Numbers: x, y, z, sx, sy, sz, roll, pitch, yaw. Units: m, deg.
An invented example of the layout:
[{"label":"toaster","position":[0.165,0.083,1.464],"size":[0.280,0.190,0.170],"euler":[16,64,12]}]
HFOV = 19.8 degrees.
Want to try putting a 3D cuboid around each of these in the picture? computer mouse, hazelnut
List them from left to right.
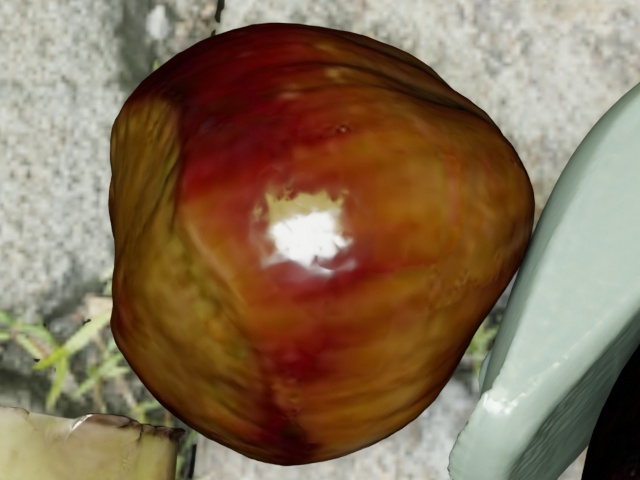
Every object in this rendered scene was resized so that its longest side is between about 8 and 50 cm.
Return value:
[{"label":"hazelnut","position":[0.000,0.000,0.724],"size":[0.178,0.204,0.178],"euler":[2,80,-9]},{"label":"computer mouse","position":[0.118,0.010,0.738],"size":[0.079,0.128,0.231],"euler":[36,73,22]}]

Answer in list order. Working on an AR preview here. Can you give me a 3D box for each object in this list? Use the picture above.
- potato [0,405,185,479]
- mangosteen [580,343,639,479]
[{"label":"potato","position":[-0.177,0.185,0.719],"size":[0.229,0.229,0.266],"euler":[7,87,7]},{"label":"mangosteen","position":[0.238,0.124,0.652],"size":[0.297,0.313,0.297],"euler":[-18,47,20]}]
